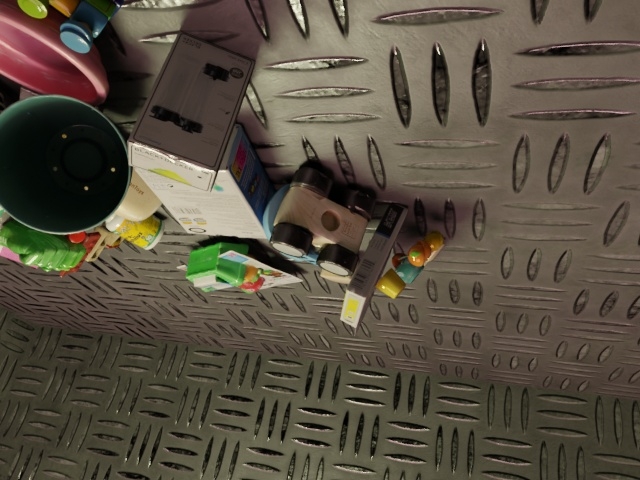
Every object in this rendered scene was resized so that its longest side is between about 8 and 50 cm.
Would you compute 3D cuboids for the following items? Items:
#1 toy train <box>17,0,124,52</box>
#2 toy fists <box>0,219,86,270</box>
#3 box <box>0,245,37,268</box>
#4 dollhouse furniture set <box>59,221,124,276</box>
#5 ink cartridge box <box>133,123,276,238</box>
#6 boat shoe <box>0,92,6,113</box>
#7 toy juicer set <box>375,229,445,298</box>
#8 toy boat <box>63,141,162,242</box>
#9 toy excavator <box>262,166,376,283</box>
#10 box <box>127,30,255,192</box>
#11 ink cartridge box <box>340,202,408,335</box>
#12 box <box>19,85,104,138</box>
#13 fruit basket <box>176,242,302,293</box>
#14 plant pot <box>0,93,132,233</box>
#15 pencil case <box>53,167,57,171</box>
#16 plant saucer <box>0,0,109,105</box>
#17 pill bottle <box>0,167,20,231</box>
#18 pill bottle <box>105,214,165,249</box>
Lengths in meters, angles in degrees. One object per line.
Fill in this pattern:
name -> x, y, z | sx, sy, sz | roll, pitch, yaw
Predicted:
toy train -> -0.489, -0.455, 0.926 | 0.105, 0.143, 0.248 | -17, 141, 43
toy fists -> -0.730, 0.022, 1.408 | 0.142, 0.096, 0.279 | 25, 175, -2
box -> -1.015, -0.053, 1.782 | 0.214, 0.243, 0.117 | 25, 117, -24
dollhouse furniture set -> -0.808, -0.016, 1.726 | 0.201, 0.152, 0.374 | 35, -179, -3
ink cartridge box -> -0.285, -0.135, 1.443 | 0.270, 0.151, 0.395 | 4, 150, 17
boat shoe -> -0.815, -0.305, 1.315 | 0.127, 0.158, 0.341 | -11, 140, 46
toy juicer set -> 0.268, 0.044, 1.514 | 0.089, 0.209, 0.329 | 40, -162, 14
toy boat -> -0.602, -0.131, 1.462 | 0.148, 0.318, 0.267 | 32, 163, 46
toy excavator -> 0.000, 0.000, 1.570 | 0.433, 0.222, 0.445 | 25, 164, -22
box -> -0.251, -0.257, 1.045 | 0.169, 0.289, 0.087 | 18, 152, -12
ink cartridge box -> 0.146, 0.089, 1.524 | 0.072, 0.303, 0.307 | 24, 153, 7
box -> -0.682, -0.312, 1.373 | 0.183, 0.056, 0.231 | 24, 150, -23
fruit basket -> -0.300, 0.133, 1.951 | 0.327, 0.165, 0.353 | -13, 147, 40
plant pot -> -0.574, -0.178, 1.217 | 0.293, 0.292, 0.235 | 20, -174, -14
pencil case -> -0.802, -0.202, 1.518 | 0.410, 0.159, 0.184 | 27, 142, -27
plant saucer -> -0.591, -0.400, 1.077 | 0.332, 0.084, 0.332 | 17, 166, 5
pill bottle -> -0.867, -0.103, 1.327 | 0.204, 0.204, 0.361 | 23, 155, -20
pill bottle -> -0.638, -0.064, 1.759 | 0.118, 0.117, 0.208 | -13, 143, 40
